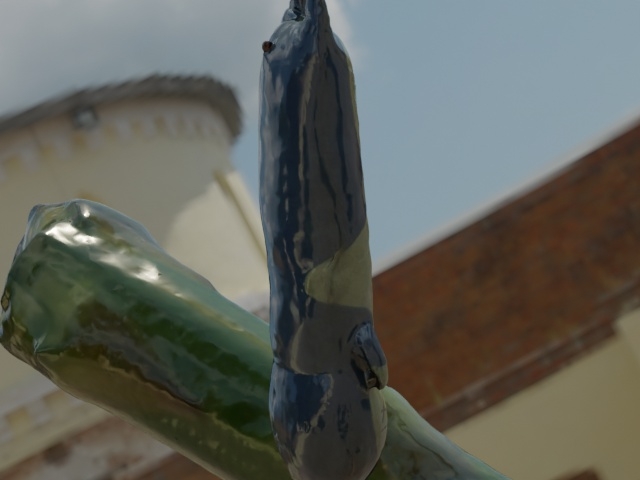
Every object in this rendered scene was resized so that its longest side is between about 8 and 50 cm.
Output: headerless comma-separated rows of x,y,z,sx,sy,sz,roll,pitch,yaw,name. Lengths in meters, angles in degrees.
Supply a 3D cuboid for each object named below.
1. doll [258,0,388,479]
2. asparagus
0.000,0.000,0.455,0.027,0.125,0.037,-5,12,-12,doll
-0.018,0.077,0.826,0.082,0.343,0.085,-55,-24,-8,asparagus
